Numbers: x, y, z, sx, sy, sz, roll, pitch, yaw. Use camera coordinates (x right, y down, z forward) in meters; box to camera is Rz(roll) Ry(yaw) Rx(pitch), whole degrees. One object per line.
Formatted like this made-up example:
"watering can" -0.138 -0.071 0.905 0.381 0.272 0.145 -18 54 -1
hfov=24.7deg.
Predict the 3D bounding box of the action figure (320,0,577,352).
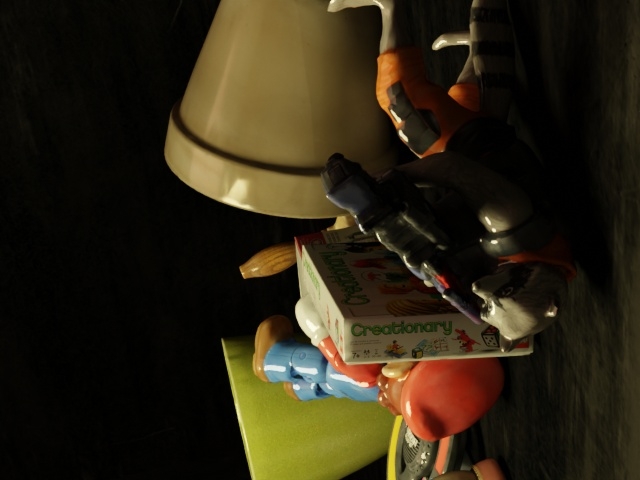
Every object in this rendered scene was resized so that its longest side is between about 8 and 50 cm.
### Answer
"action figure" 0.118 -0.071 1.223 0.341 0.178 0.330 26 -138 -65

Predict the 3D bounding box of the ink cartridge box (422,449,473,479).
"ink cartridge box" 0.194 0.385 2.015 0.311 0.065 0.186 -118 16 -64

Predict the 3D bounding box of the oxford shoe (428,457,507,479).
"oxford shoe" 0.192 0.447 1.786 0.123 0.130 0.348 150 108 -84

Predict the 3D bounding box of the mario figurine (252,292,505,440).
"mario figurine" 0.083 0.132 1.737 0.320 0.198 0.170 4 102 41

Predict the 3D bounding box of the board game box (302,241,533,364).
"board game box" 0.095 0.059 1.575 0.305 0.193 0.053 -123 32 -74

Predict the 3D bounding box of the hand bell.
"hand bell" 0.000 0.000 2.079 0.126 0.242 0.126 -21 -90 -90

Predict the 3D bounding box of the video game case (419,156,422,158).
"video game case" 0.121 -0.145 1.822 0.122 0.011 0.087 -122 20 -73

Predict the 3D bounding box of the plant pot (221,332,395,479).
"plant pot" 0.018 0.253 2.269 0.275 0.293 0.275 168 90 -85

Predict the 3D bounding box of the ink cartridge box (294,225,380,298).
"ink cartridge box" 0.067 0.061 1.979 0.128 0.176 0.127 -111 13 -55

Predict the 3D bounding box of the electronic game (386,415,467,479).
"electronic game" 0.139 0.273 1.970 0.229 0.048 0.229 -166 90 -75

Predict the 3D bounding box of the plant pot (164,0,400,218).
"plant pot" -0.035 -0.222 1.950 0.323 0.323 0.280 -111 27 -58
